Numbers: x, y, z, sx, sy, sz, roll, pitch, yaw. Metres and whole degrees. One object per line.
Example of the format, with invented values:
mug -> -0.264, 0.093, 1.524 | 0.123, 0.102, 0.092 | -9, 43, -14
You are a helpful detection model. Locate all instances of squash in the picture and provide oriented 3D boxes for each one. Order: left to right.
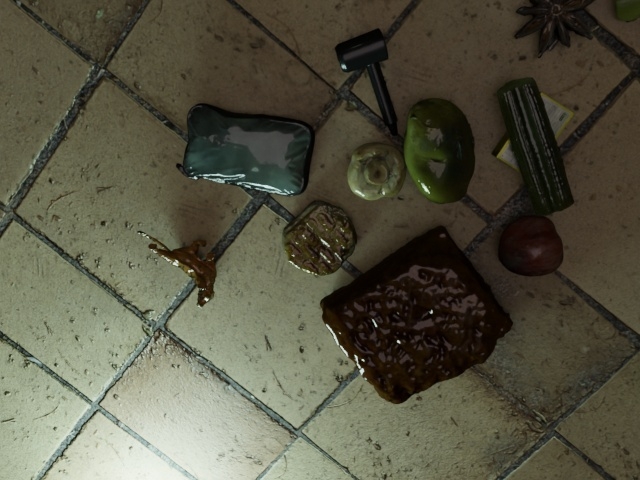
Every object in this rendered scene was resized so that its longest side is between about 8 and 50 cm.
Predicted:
squash -> 0.749, -0.536, 1.322 | 0.200, 0.075, 0.090 | -2, 86, 28

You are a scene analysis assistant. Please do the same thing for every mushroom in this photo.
mushroom -> 0.134, -0.165, 1.462 | 0.147, 0.112, 0.148 | 0, 101, -3

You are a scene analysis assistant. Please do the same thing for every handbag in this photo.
handbag -> -0.186, -0.221, 1.503 | 0.332, 0.075, 0.192 | 10, 109, 0

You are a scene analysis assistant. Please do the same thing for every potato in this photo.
potato -> 0.278, -0.205, 1.414 | 0.169, 0.143, 0.248 | -15, 105, -7

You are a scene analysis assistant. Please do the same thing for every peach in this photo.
peach -> 0.496, 0.018, 1.467 | 0.151, 0.152, 0.152 | 1, 105, 5

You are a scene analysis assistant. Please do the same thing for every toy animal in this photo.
toy animal -> -0.361, 0.047, 1.587 | 0.255, 0.114, 0.116 | 40, 148, -1

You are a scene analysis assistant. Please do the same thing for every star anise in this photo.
star anise -> 0.521, -0.512, 1.355 | 0.195, 0.065, 0.183 | -14, 101, 20

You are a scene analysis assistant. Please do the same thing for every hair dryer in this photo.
hair dryer -> 0.123, -0.360, 1.445 | 0.114, 0.071, 0.248 | -17, 111, 9

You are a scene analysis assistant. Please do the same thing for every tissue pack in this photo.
tissue pack -> 0.493, -0.249, 1.429 | 0.095, 0.062, 0.176 | 30, 105, -5

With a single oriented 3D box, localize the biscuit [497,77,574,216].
biscuit -> 0.490, -0.211, 1.389 | 0.099, 0.038, 0.323 | -19, 104, 12

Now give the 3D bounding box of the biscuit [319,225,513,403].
biscuit -> 0.234, 0.199, 1.523 | 0.395, 0.166, 0.343 | -35, 97, 15

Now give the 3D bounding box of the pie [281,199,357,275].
pie -> 0.000, 0.000, 1.553 | 0.195, 0.046, 0.195 | 2, 104, 7
